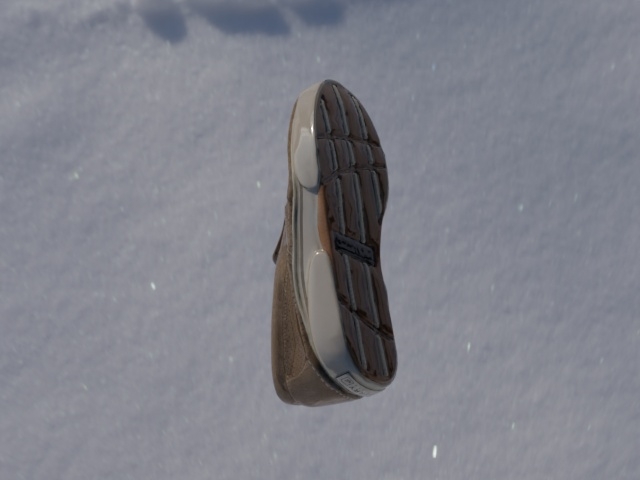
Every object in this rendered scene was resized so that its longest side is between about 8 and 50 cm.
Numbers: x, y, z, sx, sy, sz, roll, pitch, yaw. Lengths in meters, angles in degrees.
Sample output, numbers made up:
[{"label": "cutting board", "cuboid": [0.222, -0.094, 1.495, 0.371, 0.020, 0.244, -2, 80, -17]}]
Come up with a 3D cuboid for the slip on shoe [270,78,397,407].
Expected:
[{"label": "slip on shoe", "cuboid": [0.000, 0.000, 0.544, 0.041, 0.051, 0.135, -25, 58, 32]}]
